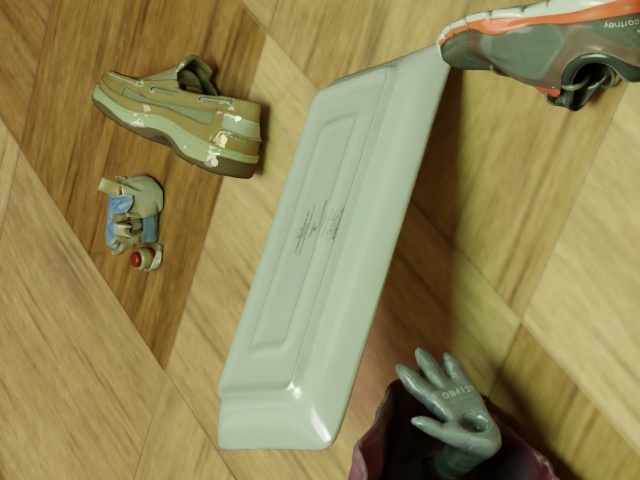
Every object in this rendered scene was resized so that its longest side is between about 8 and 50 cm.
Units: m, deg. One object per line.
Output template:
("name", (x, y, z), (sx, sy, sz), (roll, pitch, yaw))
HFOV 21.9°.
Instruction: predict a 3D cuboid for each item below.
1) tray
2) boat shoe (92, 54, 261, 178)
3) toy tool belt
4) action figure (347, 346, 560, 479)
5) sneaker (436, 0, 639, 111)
("tray", (0.000, 0.000, 1.041), (0.145, 0.030, 0.270), (-11, 57, 58))
("boat shoe", (-0.105, -0.109, 1.278), (0.190, 0.068, 0.072), (27, 105, 41))
("toy tool belt", (-0.163, -0.014, 1.380), (0.052, 0.051, 0.083), (22, 113, 53))
("action figure", (0.048, 0.262, 1.033), (0.275, 0.248, 0.370), (31, 123, 19))
("sneaker", (0.123, -0.102, 0.931), (0.158, 0.061, 0.065), (-4, 98, 57))
